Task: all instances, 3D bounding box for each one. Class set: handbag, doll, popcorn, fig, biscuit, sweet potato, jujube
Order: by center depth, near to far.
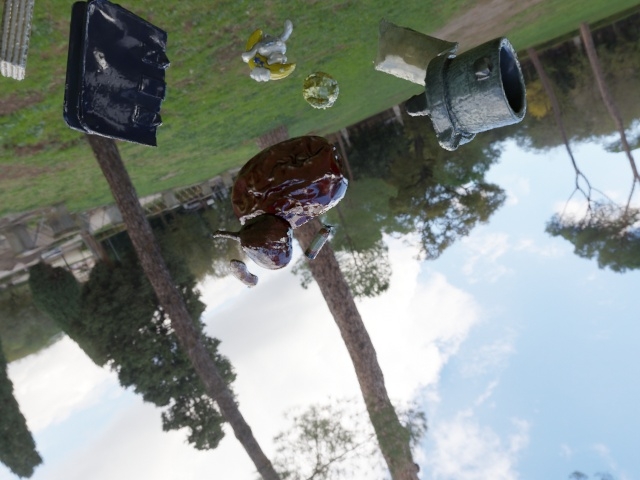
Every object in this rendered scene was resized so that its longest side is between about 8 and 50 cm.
[{"bbox_3d":[-0.522,-0.427,1.066,0.119,0.325,0.269,12,-175,32],"label":"handbag"},{"bbox_3d":[-0.155,-0.011,1.103,0.148,0.202,0.149,16,-109,50],"label":"fig"},{"bbox_3d":[-0.241,0.101,1.238,0.055,0.058,0.202,-27,150,0],"label":"sweet potato"},{"bbox_3d":[-0.104,-0.174,1.284,0.377,0.276,0.276,-20,-170,11],"label":"jujube"},{"bbox_3d":[-1.006,-0.765,1.336,0.079,0.425,0.144,8,174,-37],"label":"biscuit"},{"bbox_3d":[0.000,-0.566,1.502,0.162,0.135,0.141,-45,177,-37],"label":"popcorn"},{"bbox_3d":[-0.223,-0.830,1.767,0.252,0.237,0.111,-14,177,6],"label":"doll"}]

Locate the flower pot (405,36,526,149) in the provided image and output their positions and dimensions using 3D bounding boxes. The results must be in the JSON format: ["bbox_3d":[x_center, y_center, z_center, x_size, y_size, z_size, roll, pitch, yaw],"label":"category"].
[{"bbox_3d":[0.431,-0.422,1.201,0.283,0.298,0.299,-5,-160,42],"label":"flower pot"}]

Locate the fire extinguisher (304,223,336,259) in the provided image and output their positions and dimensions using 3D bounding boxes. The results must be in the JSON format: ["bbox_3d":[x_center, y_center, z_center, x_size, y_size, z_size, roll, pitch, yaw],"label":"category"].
[{"bbox_3d":[0.000,0.000,1.674,0.177,0.062,0.050,-55,165,22],"label":"fire extinguisher"}]

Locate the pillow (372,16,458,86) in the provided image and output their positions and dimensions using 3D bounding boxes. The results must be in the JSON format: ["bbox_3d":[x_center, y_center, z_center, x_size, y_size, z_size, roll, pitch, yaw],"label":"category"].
[{"bbox_3d":[0.318,-0.645,1.401,0.303,0.184,0.075,31,-124,21],"label":"pillow"}]
